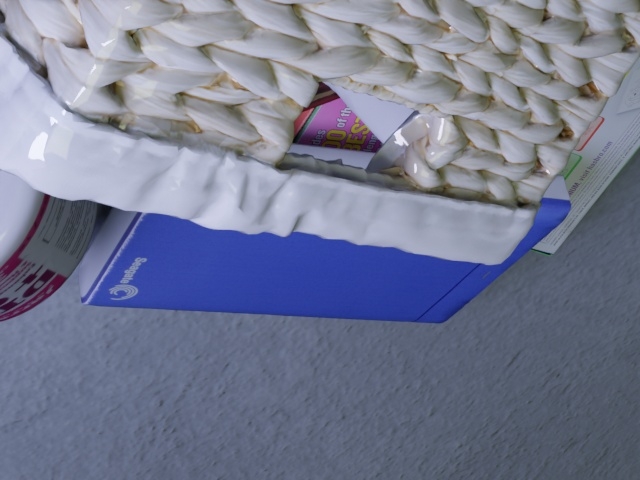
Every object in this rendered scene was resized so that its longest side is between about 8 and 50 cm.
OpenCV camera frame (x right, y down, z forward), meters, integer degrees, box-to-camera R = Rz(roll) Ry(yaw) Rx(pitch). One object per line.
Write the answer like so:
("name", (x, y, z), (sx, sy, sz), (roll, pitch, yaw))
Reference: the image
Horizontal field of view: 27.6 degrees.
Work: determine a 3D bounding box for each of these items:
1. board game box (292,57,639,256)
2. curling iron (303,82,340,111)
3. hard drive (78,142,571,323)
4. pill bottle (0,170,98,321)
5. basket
("board game box", (0.132, -0.123, 1.005), (0.316, 0.064, 0.242), (15, 121, -38))
("curling iron", (0.060, -0.123, 0.875), (0.274, 0.068, 0.035), (-19, 95, -10))
("hard drive", (0.000, 0.000, 0.992), (0.319, 0.040, 0.210), (5, 150, -25))
("pill bottle", (-0.213, -0.031, 0.741), (0.160, 0.160, 0.283), (-27, 177, -4))
("basket", (-0.021, -0.193, 0.637), (0.328, 0.331, 0.266), (9, 124, -46))
